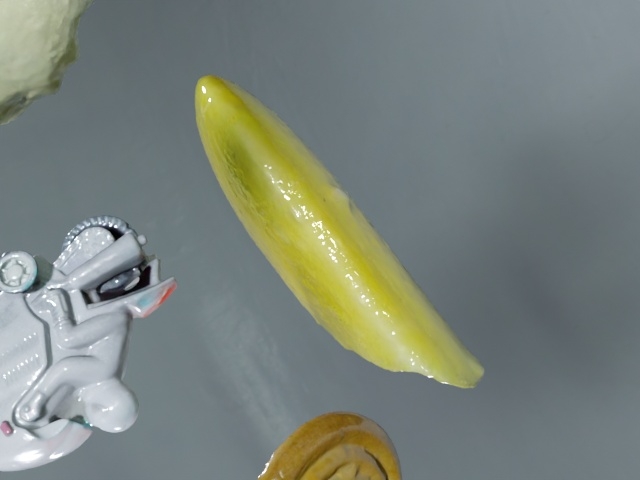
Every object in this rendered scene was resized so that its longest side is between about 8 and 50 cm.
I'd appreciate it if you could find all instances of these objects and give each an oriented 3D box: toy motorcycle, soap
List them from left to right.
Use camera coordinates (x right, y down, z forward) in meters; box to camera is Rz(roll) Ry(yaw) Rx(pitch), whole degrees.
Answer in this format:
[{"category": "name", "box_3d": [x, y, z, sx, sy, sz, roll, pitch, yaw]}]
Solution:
[{"category": "toy motorcycle", "box_3d": [-0.225, 0.105, 0.786, 0.171, 0.260, 0.110, 38, 164, 12]}, {"category": "soap", "box_3d": [-0.002, 0.002, 0.980, 0.427, 0.115, 0.306, 52, -179, 7]}]

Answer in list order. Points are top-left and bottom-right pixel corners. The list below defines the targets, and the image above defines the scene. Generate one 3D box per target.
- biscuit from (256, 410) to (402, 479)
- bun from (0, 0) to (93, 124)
[{"category": "biscuit", "box_3d": [0.012, 0.314, 0.980, 0.037, 0.262, 0.262, 7, 112, 41]}, {"category": "bun", "box_3d": [-0.302, -0.210, 0.765, 0.259, 0.160, 0.259, -1, 88, 28]}]
